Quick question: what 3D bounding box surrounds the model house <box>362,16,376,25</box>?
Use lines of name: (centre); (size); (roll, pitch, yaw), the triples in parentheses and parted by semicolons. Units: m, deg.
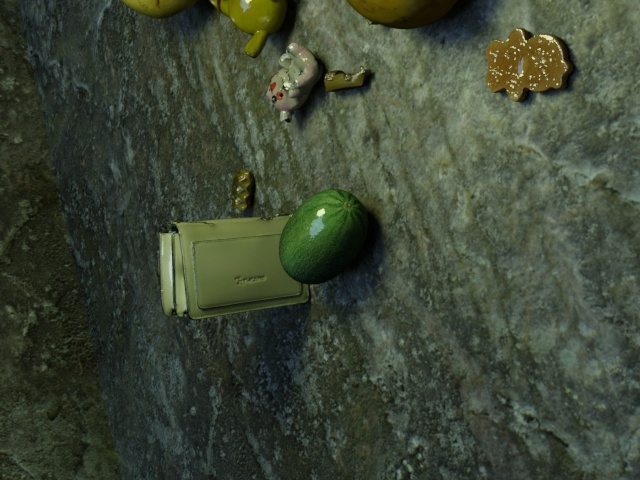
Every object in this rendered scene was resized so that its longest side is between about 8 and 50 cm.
model house: (0.130, -0.517, 1.767); (0.058, 0.057, 0.083); (58, 137, 23)

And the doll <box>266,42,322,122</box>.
doll: (-0.068, -0.392, 2.003); (0.192, 0.095, 0.149); (-42, 56, 48)

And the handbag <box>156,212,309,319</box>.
handbag: (-0.217, 0.059, 2.036); (0.160, 0.358, 0.237); (4, 97, 53)

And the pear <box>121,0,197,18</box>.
pear: (-0.440, -0.790, 2.239); (0.348, 0.348, 0.348); (9, 101, 51)

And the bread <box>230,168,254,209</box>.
bread: (-0.217, -0.145, 2.252); (0.066, 0.060, 0.110); (-111, 28, -71)

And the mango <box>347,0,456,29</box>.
mango: (0.113, -0.623, 1.589); (0.446, 0.232, 0.300); (57, 148, 9)

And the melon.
melon: (0.000, 0.000, 1.895); (0.288, 0.182, 0.182); (-49, 57, 39)

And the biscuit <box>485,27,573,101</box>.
biscuit: (0.380, -0.328, 1.497); (0.184, 0.027, 0.134); (-10, 85, 50)

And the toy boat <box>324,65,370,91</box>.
toy boat: (0.059, -0.375, 1.880); (0.149, 0.047, 0.049); (3, 96, 52)

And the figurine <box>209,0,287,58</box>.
figurine: (-0.182, -0.626, 2.056); (0.327, 0.169, 0.218); (47, 133, 39)
